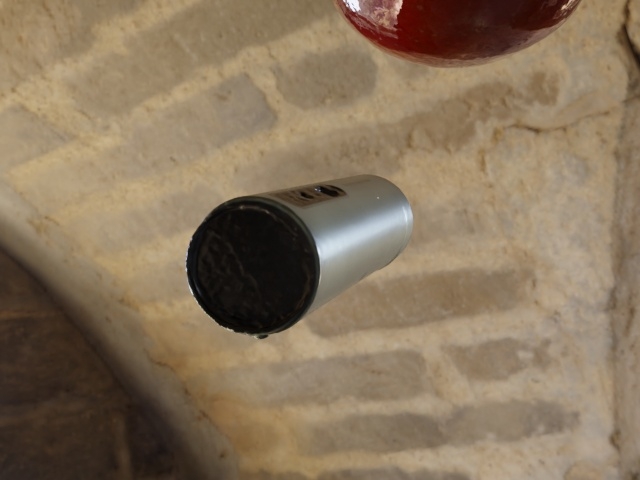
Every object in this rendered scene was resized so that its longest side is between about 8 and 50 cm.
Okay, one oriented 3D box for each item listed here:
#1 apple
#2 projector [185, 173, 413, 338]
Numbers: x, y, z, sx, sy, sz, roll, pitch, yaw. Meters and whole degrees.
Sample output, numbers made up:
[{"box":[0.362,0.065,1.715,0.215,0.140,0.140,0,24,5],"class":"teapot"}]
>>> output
[{"box":[0.125,-0.280,0.709,0.217,0.260,0.260,11,-19,-12],"class":"apple"},{"box":[0.000,0.000,0.754,0.108,0.108,0.337,-17,1,19],"class":"projector"}]
